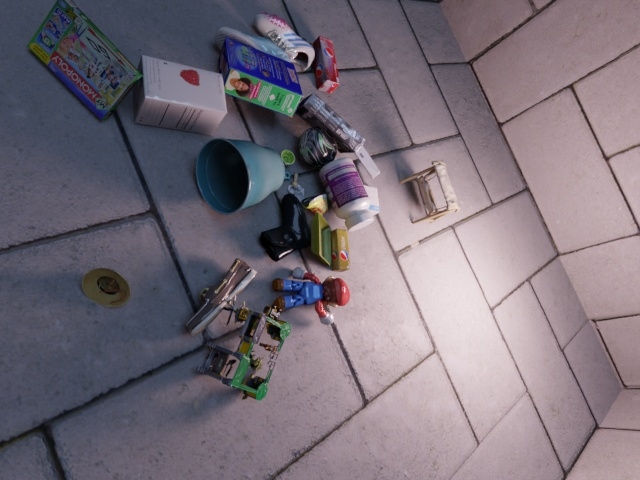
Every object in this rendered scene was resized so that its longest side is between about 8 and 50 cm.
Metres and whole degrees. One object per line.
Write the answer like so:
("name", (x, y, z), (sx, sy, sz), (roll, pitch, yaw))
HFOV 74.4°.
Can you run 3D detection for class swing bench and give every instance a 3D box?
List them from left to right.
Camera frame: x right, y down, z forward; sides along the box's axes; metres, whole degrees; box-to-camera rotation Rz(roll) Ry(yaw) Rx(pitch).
("swing bench", (0.580, -0.242, 2.163), (0.165, 0.255, 0.253), (-7, 77, -36))

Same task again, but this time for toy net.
("toy net", (-0.135, -0.271, 1.817), (0.122, 0.045, 0.232), (-25, 88, -38))

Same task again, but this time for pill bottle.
("pill bottle", (0.121, -0.200, 1.873), (0.169, 0.169, 0.301), (-14, 76, -37))

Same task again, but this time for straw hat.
("straw hat", (-0.651, 0.133, 1.303), (0.144, 0.144, 0.061), (36, 18, -19))

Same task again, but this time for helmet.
("helmet", (-0.022, -0.412, 1.873), (0.161, 0.169, 0.169), (32, 56, -41))

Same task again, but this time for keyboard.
("keyboard", (0.213, -0.434, 2.137), (0.072, 0.014, 0.256), (-39, 96, -32))

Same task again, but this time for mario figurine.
("mario figurine", (-0.035, 0.223, 1.685), (0.320, 0.170, 0.198), (3, 108, -23))

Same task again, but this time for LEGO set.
("LEGO set", (-0.269, 0.366, 1.441), (0.255, 0.192, 0.331), (34, 69, -55))

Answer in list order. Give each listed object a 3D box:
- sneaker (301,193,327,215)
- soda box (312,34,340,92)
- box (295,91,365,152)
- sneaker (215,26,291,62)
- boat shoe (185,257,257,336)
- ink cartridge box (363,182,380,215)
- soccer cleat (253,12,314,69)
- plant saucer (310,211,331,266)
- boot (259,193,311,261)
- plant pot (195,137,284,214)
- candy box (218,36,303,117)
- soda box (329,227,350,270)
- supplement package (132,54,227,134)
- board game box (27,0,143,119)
("sneaker", (-0.012, -0.146, 1.801), (0.208, 0.081, 0.094), (-24, 102, -65))
("soda box", (0.022, -0.882, 2.115), (0.083, 0.092, 0.263), (2, 73, -33))
("box", (0.037, -0.521, 1.903), (0.307, 0.242, 0.076), (38, 91, -18))
("sneaker", (-0.295, -0.850, 1.880), (0.366, 0.135, 0.150), (20, 50, -34))
("boat shoe", (-0.356, 0.190, 1.459), (0.097, 0.116, 0.324), (42, 55, -1))
("ink cartridge box", (0.213, -0.192, 1.996), (0.090, 0.092, 0.143), (8, 69, -33))
("soccer cleat", (-0.169, -0.936, 1.990), (0.331, 0.116, 0.143), (23, 61, -26))
("plant saucer", (0.000, 0.000, 1.763), (0.188, 0.045, 0.188), (49, 37, -66))
("boot", (-0.153, -0.056, 1.694), (0.207, 0.094, 0.246), (-21, 92, -41))
("plant pot", (-0.280, -0.252, 1.591), (0.255, 0.272, 0.271), (-22, 86, -53))
("candy box", (-0.252, -0.678, 1.752), (0.317, 0.122, 0.268), (11, 45, -27))
("soda box", (0.085, 0.042, 1.845), (0.061, 0.058, 0.181), (8, 69, -33))
("supplement package", (-0.522, -0.529, 1.563), (0.293, 0.175, 0.177), (0, 72, -35))
("board game box", (-0.778, -0.595, 1.397), (0.317, 0.213, 0.046), (46, 19, -12))
